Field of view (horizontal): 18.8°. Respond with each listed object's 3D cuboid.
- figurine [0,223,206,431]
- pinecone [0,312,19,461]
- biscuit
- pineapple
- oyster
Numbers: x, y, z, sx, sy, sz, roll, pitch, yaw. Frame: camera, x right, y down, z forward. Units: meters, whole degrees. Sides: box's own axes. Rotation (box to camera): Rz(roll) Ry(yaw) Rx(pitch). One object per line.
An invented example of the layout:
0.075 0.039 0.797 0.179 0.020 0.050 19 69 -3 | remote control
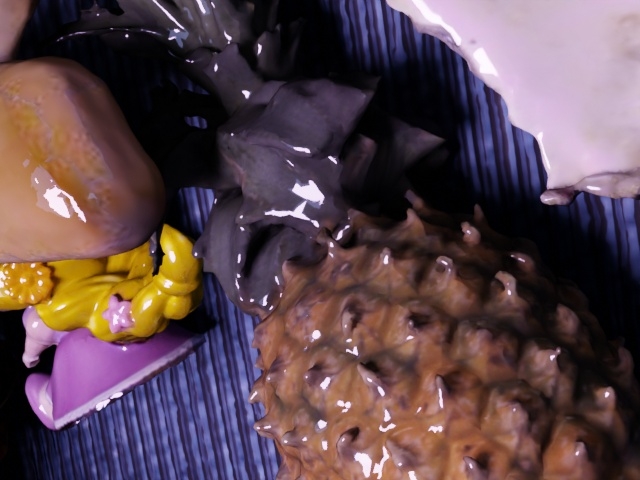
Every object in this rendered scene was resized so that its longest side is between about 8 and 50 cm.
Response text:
-0.100 -0.017 0.674 0.115 0.095 0.156 -34 88 48 | figurine
-0.196 0.068 0.765 0.163 0.163 0.165 42 164 23 | pinecone
-0.141 -0.024 0.621 0.208 0.047 0.164 -37 60 34 | biscuit
0.000 0.000 0.581 0.251 0.125 0.125 58 136 16 | pineapple
0.062 -0.102 0.510 0.209 0.072 0.133 40 127 -2 | oyster
